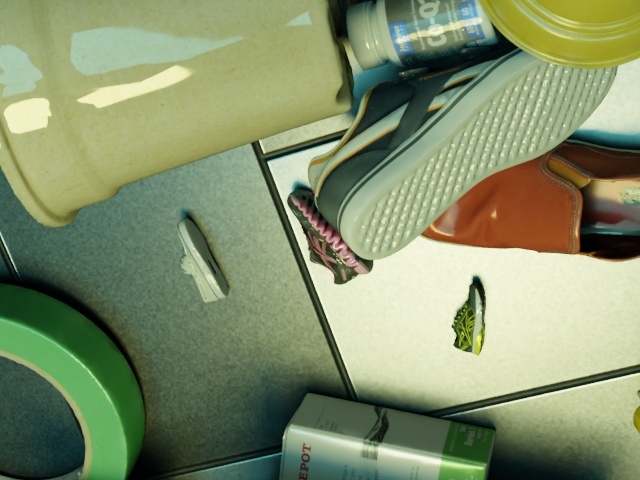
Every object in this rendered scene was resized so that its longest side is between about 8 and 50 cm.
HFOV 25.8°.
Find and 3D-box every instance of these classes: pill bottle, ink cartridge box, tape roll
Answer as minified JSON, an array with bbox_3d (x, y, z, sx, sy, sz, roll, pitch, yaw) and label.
[{"bbox_3d":[0.100,-0.212,1.354,0.137,0.078,0.078,-12,107,17],"label":"pill bottle"},{"bbox_3d":[0.069,0.272,1.540,0.220,0.092,0.160,11,113,9],"label":"ink cartridge box"},{"bbox_3d":[-0.367,0.207,1.616,0.321,0.077,0.321,4,116,8],"label":"tape roll"}]

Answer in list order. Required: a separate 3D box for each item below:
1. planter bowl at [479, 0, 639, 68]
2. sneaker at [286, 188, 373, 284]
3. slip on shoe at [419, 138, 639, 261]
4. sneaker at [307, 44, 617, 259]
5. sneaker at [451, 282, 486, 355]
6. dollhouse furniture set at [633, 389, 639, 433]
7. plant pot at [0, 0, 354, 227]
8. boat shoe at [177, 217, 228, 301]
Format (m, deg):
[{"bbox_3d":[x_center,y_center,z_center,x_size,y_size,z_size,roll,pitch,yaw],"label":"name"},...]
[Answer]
[{"bbox_3d":[0.243,-0.268,1.240,0.217,0.090,0.217,0,83,1],"label":"planter bowl"},{"bbox_3d":[0.000,0.000,1.483,0.119,0.047,0.057,49,125,-6],"label":"sneaker"},{"bbox_3d":[0.238,-0.036,1.377,0.331,0.101,0.123,3,113,14],"label":"slip on shoe"},{"bbox_3d":[0.128,-0.120,1.342,0.321,0.127,0.126,-33,136,-9],"label":"sneaker"},{"bbox_3d":[0.156,0.084,1.480,0.035,0.031,0.083,4,111,13],"label":"sneaker"},{"bbox_3d":[0.495,0.231,1.364,0.303,0.198,0.286,-25,103,22],"label":"dollhouse furniture set"},{"bbox_3d":[-0.136,-0.203,1.310,0.306,0.334,0.333,-11,108,5],"label":"plant pot"},{"bbox_3d":[-0.137,0.024,1.529,0.035,0.035,0.100,-21,111,17],"label":"boat shoe"}]
